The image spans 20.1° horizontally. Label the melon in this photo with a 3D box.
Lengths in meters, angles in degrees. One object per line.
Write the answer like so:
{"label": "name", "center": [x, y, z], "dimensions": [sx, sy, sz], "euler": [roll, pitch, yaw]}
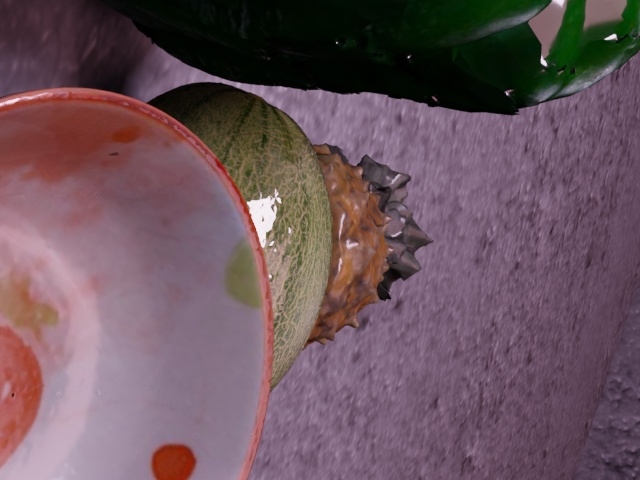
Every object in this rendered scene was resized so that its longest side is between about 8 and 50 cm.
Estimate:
{"label": "melon", "center": [-0.067, 0.017, 0.889], "dimensions": [0.192, 0.139, 0.139], "euler": [-68, 163, 6]}

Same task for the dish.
{"label": "dish", "center": [-0.138, 0.060, 0.748], "dimensions": [0.260, 0.085, 0.260], "euler": [-16, 112, -45]}

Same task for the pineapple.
{"label": "pineapple", "center": [0.001, -0.001, 1.105], "dimensions": [0.128, 0.128, 0.248], "euler": [-70, 165, 8]}

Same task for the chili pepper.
{"label": "chili pepper", "center": [0.034, -0.173, 0.784], "dimensions": [0.249, 0.256, 0.233], "euler": [-64, 150, -7]}
